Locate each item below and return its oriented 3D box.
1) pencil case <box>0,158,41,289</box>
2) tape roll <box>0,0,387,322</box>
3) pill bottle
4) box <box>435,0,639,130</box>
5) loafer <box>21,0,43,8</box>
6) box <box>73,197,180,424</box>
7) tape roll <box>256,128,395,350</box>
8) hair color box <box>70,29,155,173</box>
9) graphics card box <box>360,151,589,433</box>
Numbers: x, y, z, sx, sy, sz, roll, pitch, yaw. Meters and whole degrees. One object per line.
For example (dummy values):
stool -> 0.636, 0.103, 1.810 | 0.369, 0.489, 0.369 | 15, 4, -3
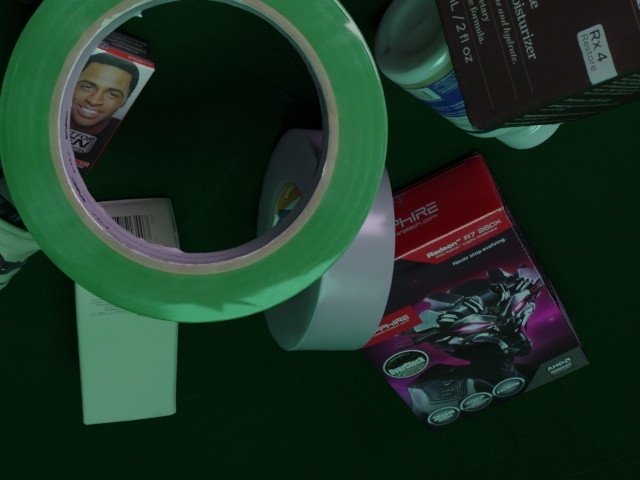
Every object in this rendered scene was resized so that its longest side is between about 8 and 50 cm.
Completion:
pencil case -> -0.426, 0.038, 1.132 | 0.410, 0.160, 0.183 | -37, 150, 22
tape roll -> -0.106, -0.094, 1.013 | 0.321, 0.077, 0.321 | -1, 99, -4
pill bottle -> 0.150, -0.163, 1.138 | 0.112, 0.112, 0.186 | -40, 135, 24
box -> 0.228, -0.202, 0.996 | 0.203, 0.169, 0.167 | -19, 173, 41
loafer -> -0.247, -0.261, 0.946 | 0.061, 0.062, 0.170 | 7, 135, 6
box -> -0.213, 0.083, 1.303 | 0.113, 0.094, 0.275 | -4, 138, -14
tape roll -> 0.000, 0.000, 1.187 | 0.072, 0.219, 0.219 | 1, 136, -20
hair color box -> -0.218, -0.131, 1.102 | 0.072, 0.043, 0.141 | 16, 129, -31
graphics card box -> 0.158, 0.078, 1.425 | 0.232, 0.094, 0.371 | -26, 139, 10
